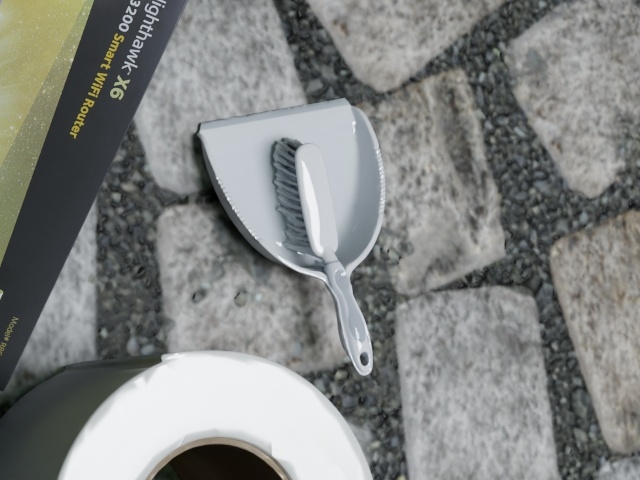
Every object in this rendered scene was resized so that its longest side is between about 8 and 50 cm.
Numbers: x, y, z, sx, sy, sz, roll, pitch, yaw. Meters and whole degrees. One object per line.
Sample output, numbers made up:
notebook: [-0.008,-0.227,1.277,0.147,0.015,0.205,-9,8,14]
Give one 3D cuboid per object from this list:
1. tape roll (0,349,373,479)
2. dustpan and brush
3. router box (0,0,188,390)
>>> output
tape roll: [-0.105,0.199,1.312,0.246,0.169,0.246,4,82,-29]
dustpan and brush: [0.000,0.000,1.455,0.147,0.060,0.211,-12,91,-30]
router box: [-0.255,-0.080,1.224,0.243,0.081,0.309,20,101,-33]
